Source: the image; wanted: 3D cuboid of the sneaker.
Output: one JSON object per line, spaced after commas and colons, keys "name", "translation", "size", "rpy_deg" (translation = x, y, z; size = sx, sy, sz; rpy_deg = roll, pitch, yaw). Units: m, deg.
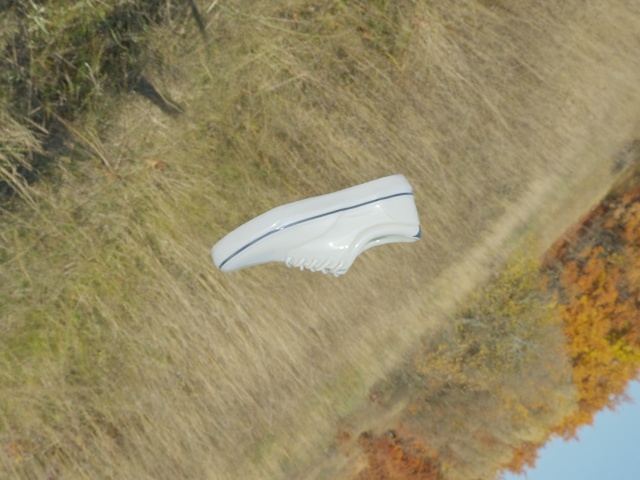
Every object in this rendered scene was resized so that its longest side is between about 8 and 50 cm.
{"name": "sneaker", "translation": [0.000, 0.000, 0.610], "size": [0.258, 0.091, 0.094], "rpy_deg": [-19, 168, -2]}
